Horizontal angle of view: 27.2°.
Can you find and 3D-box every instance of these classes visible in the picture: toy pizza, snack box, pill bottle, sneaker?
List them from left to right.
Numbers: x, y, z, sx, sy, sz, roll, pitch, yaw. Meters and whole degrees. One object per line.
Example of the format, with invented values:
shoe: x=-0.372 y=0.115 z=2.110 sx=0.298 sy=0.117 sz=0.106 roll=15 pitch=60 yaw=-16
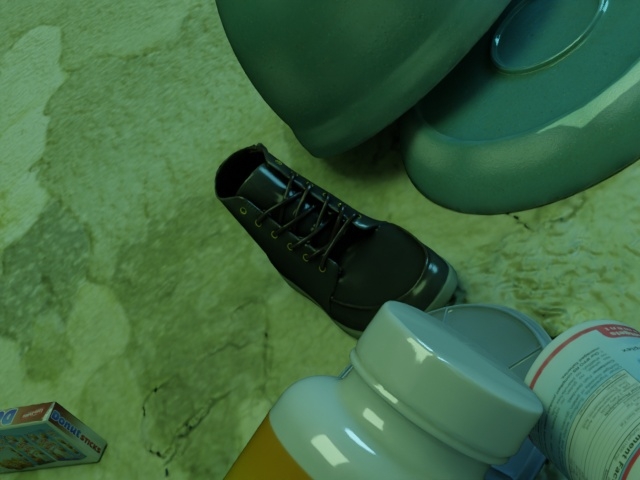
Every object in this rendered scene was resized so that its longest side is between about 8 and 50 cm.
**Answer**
snack box: x=-0.264 y=0.171 z=1.130 sx=0.178 sy=0.064 sz=0.022 roll=-14 pitch=42 yaw=39
sneaker: x=0.000 y=0.000 z=0.980 sx=0.083 sy=0.118 sz=0.222 roll=-52 pitch=32 yaw=-13
pill bottle: x=0.008 y=0.160 z=0.711 sx=0.246 sy=0.136 sz=0.136 roll=-56 pitch=30 yaw=9
toy pizza: x=0.068 y=0.126 z=0.838 sx=0.201 sy=0.032 sz=0.201 roll=-28 pitch=35 yaw=22
pill bottle: x=0.176 y=0.111 z=0.681 sx=0.087 sy=0.087 sz=0.160 roll=-44 pitch=32 yaw=0

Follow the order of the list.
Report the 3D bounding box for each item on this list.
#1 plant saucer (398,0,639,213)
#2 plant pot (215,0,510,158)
plant saucer: x=0.184 y=-0.156 z=1.029 sx=0.317 sy=0.044 sz=0.318 roll=-29 pitch=35 yaw=23
plant pot: x=0.020 y=-0.242 z=1.103 sx=0.293 sy=0.196 sz=0.293 roll=-43 pitch=19 yaw=19
